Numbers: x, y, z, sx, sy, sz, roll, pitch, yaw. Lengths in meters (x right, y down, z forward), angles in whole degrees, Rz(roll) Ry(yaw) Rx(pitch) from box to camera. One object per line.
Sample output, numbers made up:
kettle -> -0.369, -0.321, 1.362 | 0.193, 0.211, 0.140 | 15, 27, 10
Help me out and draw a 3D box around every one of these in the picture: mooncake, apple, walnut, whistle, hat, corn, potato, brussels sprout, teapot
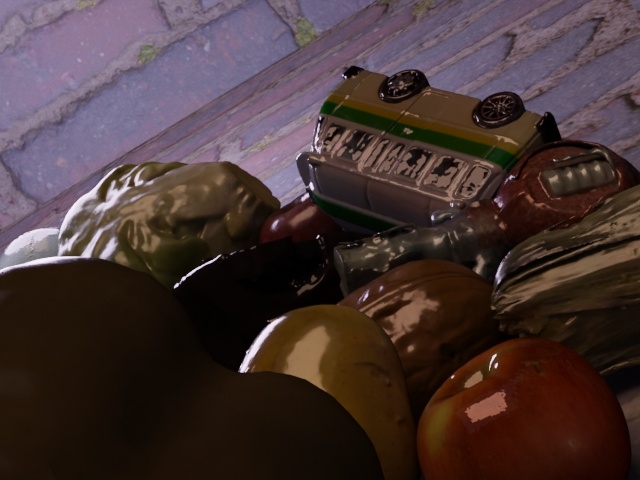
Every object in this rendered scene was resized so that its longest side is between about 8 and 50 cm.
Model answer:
mooncake -> -0.177, 0.252, 0.910 | 0.467, 0.467, 0.262 | -25, 14, 22
apple -> 0.155, 0.155, 1.093 | 0.163, 0.139, 0.163 | -38, 4, 3
walnut -> 0.079, 0.110, 1.294 | 0.207, 0.167, 0.167 | -32, 17, -3
whistle -> 0.184, -0.013, 1.408 | 0.346, 0.142, 0.134 | -14, -27, -8
hat -> -0.025, 0.102, 1.554 | 0.238, 0.209, 0.336 | -12, 0, -2
apple -> 0.000, 0.000, 1.789 | 0.153, 0.120, 0.153 | -33, 10, 7
corn -> 0.293, 0.014, 1.219 | 0.305, 0.123, 0.122 | -28, 31, 7
potato -> -0.009, 0.198, 1.135 | 0.173, 0.140, 0.300 | -3, 62, 25
brussels sprout -> -0.209, 0.017, 1.886 | 0.316, 0.242, 0.273 | -47, 18, -14
teapot -> -0.401, 0.102, 2.141 | 0.183, 0.183, 0.251 | -28, 30, 14

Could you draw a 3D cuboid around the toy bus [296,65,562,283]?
toy bus -> 0.117, -0.076, 1.622 | 0.305, 0.143, 0.179 | 21, 60, 42
